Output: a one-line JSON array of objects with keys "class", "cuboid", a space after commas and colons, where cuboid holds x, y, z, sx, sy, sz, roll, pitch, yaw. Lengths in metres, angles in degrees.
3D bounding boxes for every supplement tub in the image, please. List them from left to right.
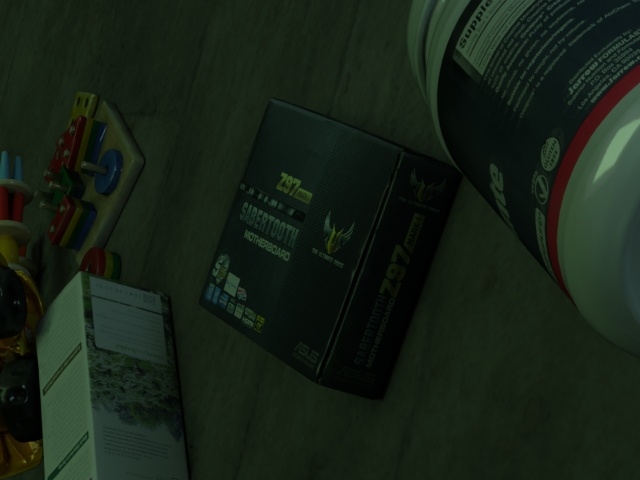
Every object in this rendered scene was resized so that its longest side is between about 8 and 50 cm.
[{"class": "supplement tub", "cuboid": [0.175, -0.073, 1.082, 0.191, 0.191, 0.272, -62, 31, 19]}]

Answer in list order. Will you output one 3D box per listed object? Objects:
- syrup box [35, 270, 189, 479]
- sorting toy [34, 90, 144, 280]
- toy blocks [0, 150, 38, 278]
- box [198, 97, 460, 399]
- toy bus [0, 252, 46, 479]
[{"class": "syrup box", "cuboid": [-0.183, 0.152, 1.674, 0.096, 0.093, 0.236, -47, 39, 38]}, {"class": "sorting toy", "cuboid": [-0.241, -0.065, 1.931, 0.132, 0.046, 0.274, -62, 31, 20]}, {"class": "toy blocks", "cuboid": [-0.321, -0.005, 1.992, 0.123, 0.054, 0.148, 93, 175, -59]}, {"class": "box", "cuboid": [0.000, 0.000, 1.475, 0.233, 0.059, 0.183, 29, 100, 59]}, {"class": "toy bus", "cuboid": [-0.315, 0.094, 1.816, 0.211, 0.149, 0.220, -48, -53, -70]}]
